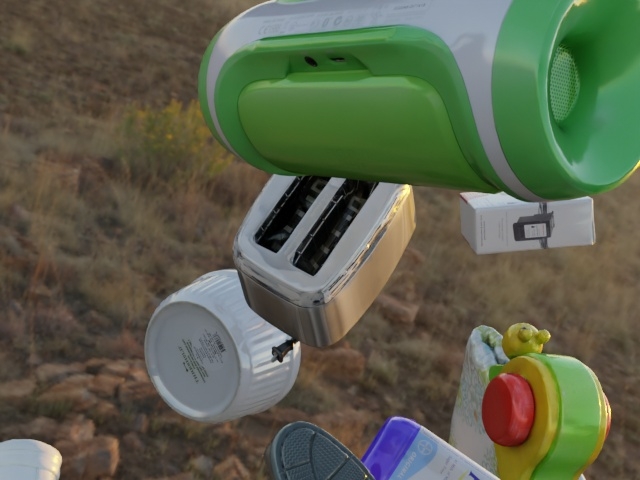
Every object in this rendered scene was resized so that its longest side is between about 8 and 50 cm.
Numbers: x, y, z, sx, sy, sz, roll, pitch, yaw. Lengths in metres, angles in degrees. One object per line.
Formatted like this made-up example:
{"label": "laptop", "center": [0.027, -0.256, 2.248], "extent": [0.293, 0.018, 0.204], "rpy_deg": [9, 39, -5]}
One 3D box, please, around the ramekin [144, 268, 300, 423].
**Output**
{"label": "ramekin", "center": [-0.142, 0.148, 1.184], "extent": [0.207, 0.207, 0.109], "rpy_deg": [28, 22, 25]}

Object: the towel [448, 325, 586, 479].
{"label": "towel", "center": [0.316, 0.378, 1.440], "extent": [0.090, 0.320, 0.374], "rpy_deg": [-7, 41, -14]}

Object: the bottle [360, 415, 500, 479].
{"label": "bottle", "center": [0.168, 0.316, 0.978], "extent": [0.283, 0.118, 0.092], "rpy_deg": [34, -13, 8]}

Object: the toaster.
{"label": "toaster", "center": [0.000, 0.000, 0.834], "extent": [0.129, 0.227, 0.146], "rpy_deg": [31, -16, 16]}

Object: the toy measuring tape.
{"label": "toy measuring tape", "center": [0.221, 0.216, 0.802], "extent": [0.121, 0.121, 0.330], "rpy_deg": [14, 52, -25]}

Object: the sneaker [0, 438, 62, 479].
{"label": "sneaker", "center": [-0.298, 0.235, 0.696], "extent": [0.080, 0.212, 0.094], "rpy_deg": [37, 34, -44]}

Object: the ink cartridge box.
{"label": "ink cartridge box", "center": [0.265, -0.029, 1.132], "extent": [0.150, 0.063, 0.109], "rpy_deg": [-5, 13, -1]}

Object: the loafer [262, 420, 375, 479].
{"label": "loafer", "center": [0.030, 0.288, 0.793], "extent": [0.267, 0.084, 0.096], "rpy_deg": [51, 48, 2]}

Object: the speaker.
{"label": "speaker", "center": [0.046, -0.094, 0.536], "extent": [0.131, 0.131, 0.296], "rpy_deg": [8, 2, -40]}
